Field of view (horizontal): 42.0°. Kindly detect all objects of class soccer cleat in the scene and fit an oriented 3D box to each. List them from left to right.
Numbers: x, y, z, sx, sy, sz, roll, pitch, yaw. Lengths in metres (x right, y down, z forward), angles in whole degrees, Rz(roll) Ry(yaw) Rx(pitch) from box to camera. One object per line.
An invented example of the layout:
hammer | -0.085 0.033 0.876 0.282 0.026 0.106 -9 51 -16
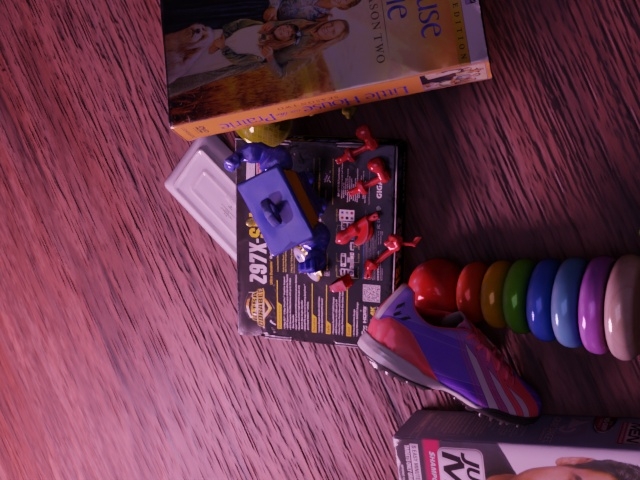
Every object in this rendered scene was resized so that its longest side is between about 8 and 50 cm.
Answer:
soccer cleat | 0.204 0.166 1.159 0.318 0.108 0.116 26 97 -24

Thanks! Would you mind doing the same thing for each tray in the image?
tray | -0.148 -0.050 1.401 0.270 0.030 0.145 46 116 11

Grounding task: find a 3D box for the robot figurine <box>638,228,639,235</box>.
robot figurine | 0.474 -0.012 1.072 0.115 0.067 0.101 18 119 22

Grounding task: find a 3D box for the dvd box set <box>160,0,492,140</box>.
dvd box set | -0.007 -0.318 1.097 0.421 0.062 0.307 -9 77 14

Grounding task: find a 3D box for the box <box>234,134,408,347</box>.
box | 0.000 0.000 1.291 0.257 0.079 0.321 4 103 19

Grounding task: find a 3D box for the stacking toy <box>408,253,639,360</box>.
stacking toy | 0.278 0.082 1.168 0.331 0.141 0.141 2 103 32

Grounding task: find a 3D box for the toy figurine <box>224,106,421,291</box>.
toy figurine | -0.031 -0.086 1.125 0.191 0.217 0.362 -23 95 21

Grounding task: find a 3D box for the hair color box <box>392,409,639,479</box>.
hair color box | 0.307 0.360 1.217 0.375 0.114 0.185 -4 100 27
